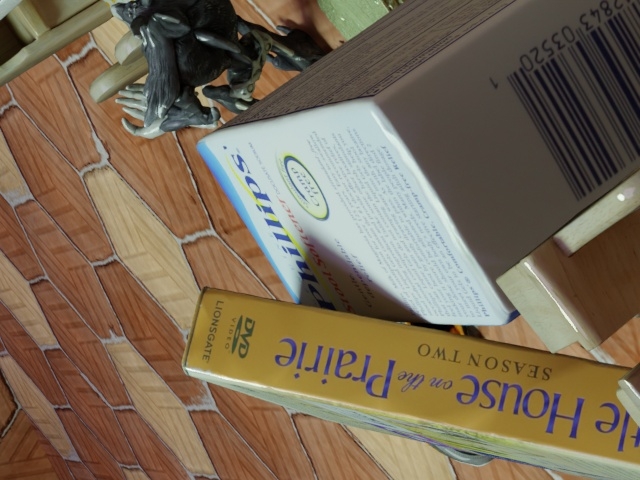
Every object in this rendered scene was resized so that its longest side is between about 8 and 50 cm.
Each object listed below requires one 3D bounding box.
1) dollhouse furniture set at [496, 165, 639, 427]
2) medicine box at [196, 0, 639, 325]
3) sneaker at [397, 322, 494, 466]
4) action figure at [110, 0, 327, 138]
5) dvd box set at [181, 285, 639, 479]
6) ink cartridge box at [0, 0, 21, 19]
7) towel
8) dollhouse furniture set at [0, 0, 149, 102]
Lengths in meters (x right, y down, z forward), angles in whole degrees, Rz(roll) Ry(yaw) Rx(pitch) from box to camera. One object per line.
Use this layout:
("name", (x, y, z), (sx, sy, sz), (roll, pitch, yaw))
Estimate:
("dollhouse furniture set", (0.316, 0.055, 0.847), (0.355, 0.303, 0.174), (52, 159, 3))
("medicine box", (0.106, -0.080, 1.151), (0.149, 0.263, 0.289), (59, 160, -11))
("sneaker", (0.111, 0.118, 1.728), (0.215, 0.084, 0.083), (60, 154, -12))
("action figure", (-0.103, -0.155, 1.518), (0.141, 0.164, 0.276), (11, 173, 30))
("dvd box set", (0.163, 0.116, 1.176), (0.420, 0.062, 0.307), (10, 172, 24))
("ink cartridge box", (-0.318, -0.299, 1.621), (0.208, 0.045, 0.206), (-29, 94, 48))
("towel", (0.053, -0.167, 1.476), (0.148, 0.027, 0.110), (49, 160, 11))
("dollhouse furniture set", (-0.308, -0.278, 1.768), (0.362, 0.256, 0.394), (54, 160, 0))
